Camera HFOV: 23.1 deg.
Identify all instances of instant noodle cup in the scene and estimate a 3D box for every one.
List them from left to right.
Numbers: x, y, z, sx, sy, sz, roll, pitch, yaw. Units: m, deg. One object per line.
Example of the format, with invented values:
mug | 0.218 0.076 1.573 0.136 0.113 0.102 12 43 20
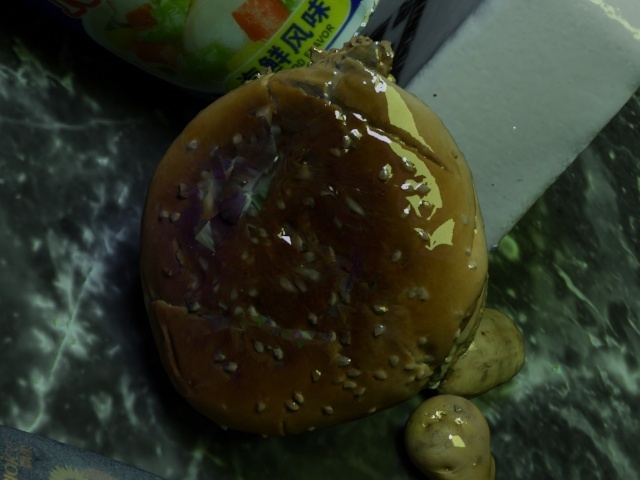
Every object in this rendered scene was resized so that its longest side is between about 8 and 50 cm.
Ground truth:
instant noodle cup | -0.119 -0.248 1.153 0.312 0.284 0.284 36 45 -27

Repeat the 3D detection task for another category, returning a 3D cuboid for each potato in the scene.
potato | 0.103 0.161 1.204 0.068 0.062 0.083 -33 115 -16

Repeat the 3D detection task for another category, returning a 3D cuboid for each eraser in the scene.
eraser | 0.103 -0.117 1.273 0.150 0.331 0.331 37 45 -13

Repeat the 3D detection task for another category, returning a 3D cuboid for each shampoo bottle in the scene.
shampoo bottle | -0.185 0.159 0.964 0.233 0.049 0.087 23 44 -27

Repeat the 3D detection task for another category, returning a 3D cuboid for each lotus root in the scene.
lotus root | 0.118 0.090 1.256 0.152 0.063 0.072 -18 85 -48

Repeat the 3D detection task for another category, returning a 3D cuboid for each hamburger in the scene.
hamburger | 0.000 0.000 1.073 0.243 0.286 0.146 28 9 11
